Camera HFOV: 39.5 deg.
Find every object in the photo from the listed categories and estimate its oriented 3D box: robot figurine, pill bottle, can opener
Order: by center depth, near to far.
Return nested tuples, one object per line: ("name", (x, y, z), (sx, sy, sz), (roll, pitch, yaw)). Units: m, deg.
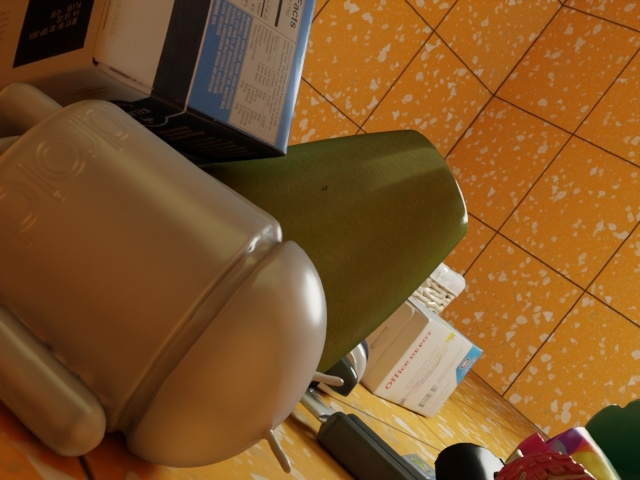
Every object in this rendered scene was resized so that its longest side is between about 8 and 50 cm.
("robot figurine", (-0.141, 0.033, 0.682), (0.353, 0.200, 0.300), (37, 42, 2))
("can opener", (0.046, 0.213, 1.054), (0.283, 0.095, 0.076), (39, 4, 26))
("pill bottle", (0.023, 0.176, 1.331), (0.094, 0.094, 0.169), (38, 3, 4))

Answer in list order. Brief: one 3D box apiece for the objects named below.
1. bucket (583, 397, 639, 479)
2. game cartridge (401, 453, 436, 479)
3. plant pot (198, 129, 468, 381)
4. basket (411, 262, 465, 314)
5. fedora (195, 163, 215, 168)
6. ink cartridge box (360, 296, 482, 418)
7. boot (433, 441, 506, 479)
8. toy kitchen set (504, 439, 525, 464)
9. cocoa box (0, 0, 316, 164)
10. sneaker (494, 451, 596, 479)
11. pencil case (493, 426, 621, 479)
("bucket", (0.357, 0.330, 0.964), (0.281, 0.281, 0.183), (38, -28, 16))
("game cartridge", (0.141, 0.322, 1.248), (0.056, 0.017, 0.083), (43, 5, 22))
("plant pot", (0.000, 0.000, 0.972), (0.275, 0.293, 0.275), (59, -11, 19))
("basket", (0.073, 0.059, 1.957), (0.328, 0.266, 0.331), (35, 4, -37))
("fedora", (-0.259, -0.166, 1.704), (0.334, 0.152, 0.334), (29, 31, -19))
("ink cartridge box", (0.156, 0.201, 1.691), (0.168, 0.171, 0.232), (40, 4, 40))
("boot", (0.142, 0.277, 0.880), (0.246, 0.094, 0.207), (43, 15, -26))
("toy kitchen set", (0.272, 0.390, 1.156), (0.166, 0.122, 0.207), (39, 24, 15))
("cocoa box", (-0.205, -0.211, 0.906), (0.347, 0.231, 0.228), (0, -15, 44))
("sneaker", (0.215, 0.323, 0.726), (0.112, 0.121, 0.299), (49, 23, -68))
("pencil case", (0.263, 0.284, 0.813), (0.236, 0.104, 0.104), (56, 11, 23))
